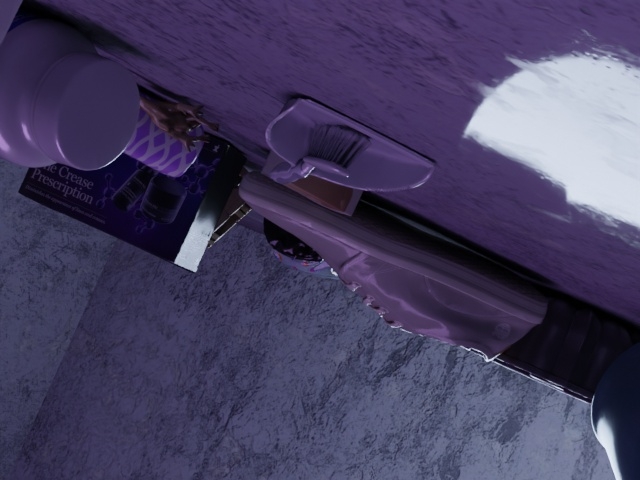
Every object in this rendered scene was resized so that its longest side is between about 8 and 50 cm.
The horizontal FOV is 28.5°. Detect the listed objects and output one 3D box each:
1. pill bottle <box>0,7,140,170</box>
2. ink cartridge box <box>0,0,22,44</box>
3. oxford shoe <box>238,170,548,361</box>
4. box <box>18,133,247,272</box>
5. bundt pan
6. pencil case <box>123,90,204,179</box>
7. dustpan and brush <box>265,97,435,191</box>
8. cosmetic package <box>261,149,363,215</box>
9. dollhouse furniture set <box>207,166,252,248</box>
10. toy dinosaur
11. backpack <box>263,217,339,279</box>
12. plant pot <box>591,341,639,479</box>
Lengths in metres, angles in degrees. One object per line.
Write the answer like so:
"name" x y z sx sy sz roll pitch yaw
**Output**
"pill bottle" -0.320 -0.162 1.287 0.272 0.152 0.152 21 176 33
"ink cartridge box" -0.356 -0.231 0.998 0.203 0.085 0.148 23 177 27
"oxford shoe" 0.088 0.039 1.663 0.449 0.130 0.169 26 -164 -14
"box" -0.265 -0.092 1.777 0.261 0.184 0.103 23 174 16
"bundt pan" 0.360 0.157 1.868 0.331 0.124 0.331 24 176 2
"pencil case" -0.239 -0.152 1.559 0.206 0.086 0.088 28 -158 -39
"dustpan and brush" -0.002 -0.077 1.180 0.147 0.060 0.211 25 177 -20
"cosmetic package" -0.009 -0.072 1.504 0.115 0.041 0.060 27 177 -43
"dollhouse furniture set" -0.190 -0.101 1.913 0.183 0.129 0.129 48 179 3
"toy dinosaur" -0.180 -0.144 1.462 0.093 0.053 0.183 24 177 31
"backpack" 0.000 0.000 1.999 0.152 0.115 0.182 20 178 26
"plant pot" 0.470 0.245 1.530 0.272 0.271 0.255 26 -168 -27
